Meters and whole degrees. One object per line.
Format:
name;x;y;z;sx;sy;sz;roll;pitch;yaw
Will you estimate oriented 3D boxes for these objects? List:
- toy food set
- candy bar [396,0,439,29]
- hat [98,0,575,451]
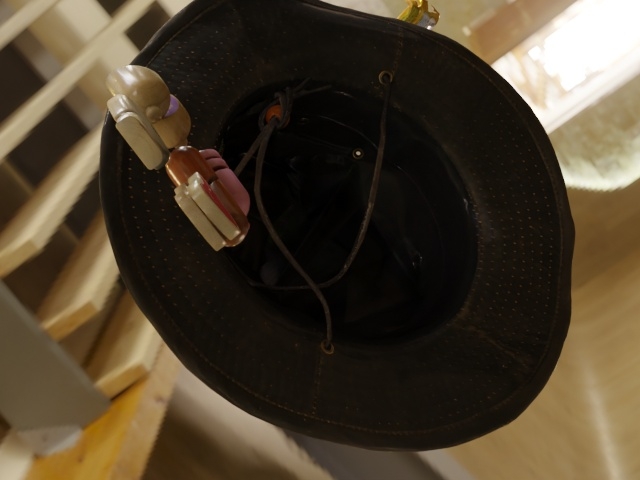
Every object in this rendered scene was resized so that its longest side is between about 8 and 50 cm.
toy food set;-0.047;-0.029;0.456;0.078;0.019;0.122;53;180;-21
candy bar;0.032;-0.131;0.996;0.040;0.161;0.018;11;-136;-50
hat;0.000;0.000;0.823;0.331;0.134;0.331;12;-117;-23
